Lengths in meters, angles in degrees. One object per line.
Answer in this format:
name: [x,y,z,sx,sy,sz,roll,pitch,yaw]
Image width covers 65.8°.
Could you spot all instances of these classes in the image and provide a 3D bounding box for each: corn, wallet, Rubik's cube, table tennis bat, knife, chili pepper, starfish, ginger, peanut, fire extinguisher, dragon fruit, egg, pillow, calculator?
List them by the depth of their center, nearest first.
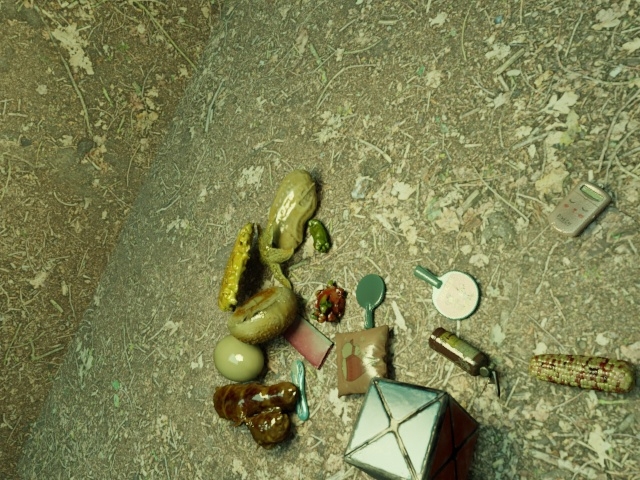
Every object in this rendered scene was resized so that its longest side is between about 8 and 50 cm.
corn: [0.650,0.330,1.252,0.253,0.086,0.086,-2,73,42]
Rubik's cube: [0.251,0.554,1.362,0.260,0.255,0.259,-4,51,40]
calculator: [0.720,-0.089,1.378,0.175,0.032,0.100,-51,48,14]
fire extinguisher: [0.432,0.360,1.451,0.252,0.075,0.106,32,124,42]
table tennis bat: [0.396,0.152,1.578,0.244,0.040,0.153,36,100,38]
pillow: [0.138,0.410,1.674,0.223,0.084,0.236,-15,62,38]
table tennis bat: [0.173,0.216,1.752,0.124,0.033,0.201,-14,64,40]
dragon fruit: [0.031,0.238,1.827,0.142,0.175,0.138,46,120,10]
knife: [-0.078,0.557,1.848,0.064,0.031,0.222,-26,59,29]
ginger: [-0.262,0.656,1.879,0.418,0.176,0.254,-7,67,36]
wallet: [-0.052,0.380,1.893,0.232,0.025,0.119,34,97,43]
chili pepper: [-0.002,0.001,1.959,0.072,0.073,0.204,-58,33,33]
egg: [-0.326,0.473,1.991,0.241,0.186,0.186,20,88,44]
starfish: [-0.207,0.031,2.005,0.347,0.078,0.358,47,148,46]
peanut: [-0.119,-0.129,2.047,0.340,0.174,0.158,-63,23,5]

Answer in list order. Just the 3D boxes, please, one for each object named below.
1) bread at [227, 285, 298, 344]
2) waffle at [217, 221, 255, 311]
bread: [-0.217,0.296,1.923,0.305,0.305,0.159,-23,100,34]
waffle: [-0.348,0.114,2.074,0.382,0.095,0.380,131,155,-67]
